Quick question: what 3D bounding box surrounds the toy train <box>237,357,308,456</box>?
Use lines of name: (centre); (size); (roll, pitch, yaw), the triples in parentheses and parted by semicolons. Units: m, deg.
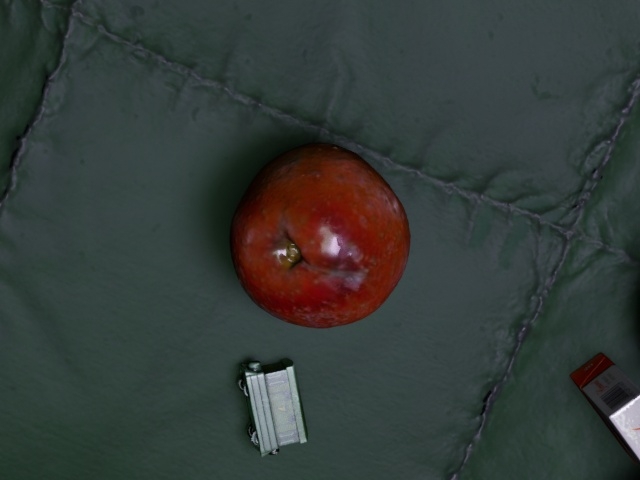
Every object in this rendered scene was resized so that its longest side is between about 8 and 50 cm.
toy train: (-0.045, 0.155, 1.876); (0.056, 0.038, 0.093); (-12, 102, -9)

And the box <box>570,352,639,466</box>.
box: (0.291, 0.169, 1.849); (0.048, 0.152, 0.100); (-35, 102, -1)

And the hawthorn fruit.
hawthorn fruit: (0.000, 0.000, 1.781); (0.172, 0.173, 0.173); (-1, 102, -5)
